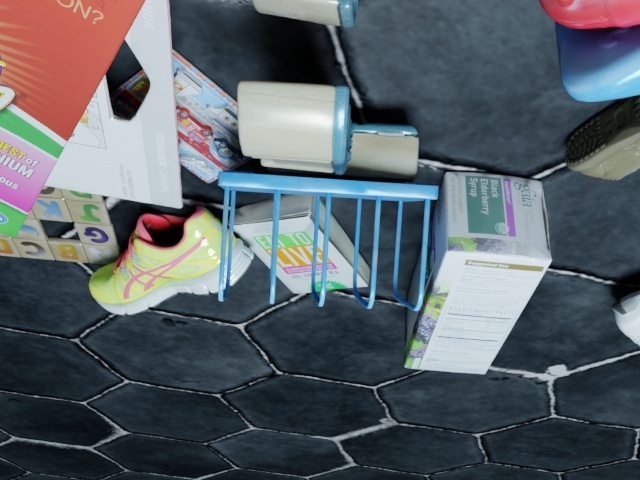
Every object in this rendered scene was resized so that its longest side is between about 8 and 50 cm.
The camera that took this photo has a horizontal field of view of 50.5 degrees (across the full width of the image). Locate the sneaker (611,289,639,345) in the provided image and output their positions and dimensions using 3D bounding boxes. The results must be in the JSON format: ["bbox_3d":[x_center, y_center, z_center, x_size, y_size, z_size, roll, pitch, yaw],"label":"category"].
[{"bbox_3d":[0.444,0.130,0.747,0.297,0.129,0.111,23,143,-21],"label":"sneaker"}]

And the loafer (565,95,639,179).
[{"bbox_3d":[0.261,-0.092,0.525,0.050,0.056,0.148,23,151,-25],"label":"loafer"}]

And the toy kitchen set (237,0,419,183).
[{"bbox_3d":[0.020,-0.132,0.489,0.122,0.166,0.207,4,-179,2],"label":"toy kitchen set"}]

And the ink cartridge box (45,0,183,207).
[{"bbox_3d":[-0.229,-0.150,0.487,0.261,0.066,0.296,8,145,-4],"label":"ink cartridge box"}]

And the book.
[{"bbox_3d":[-0.020,0.008,0.717,0.096,0.035,0.144,-9,144,26],"label":"book"}]

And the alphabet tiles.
[{"bbox_3d":[-0.339,-0.039,0.705,0.237,0.009,0.198,5,145,0],"label":"alphabet tiles"}]

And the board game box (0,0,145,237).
[{"bbox_3d":[-0.246,-0.141,0.390,0.242,0.064,0.316,25,141,-24],"label":"board game box"}]

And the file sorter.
[{"bbox_3d":[0.000,0.000,0.579,0.170,0.104,0.118,3,-177,-5],"label":"file sorter"}]

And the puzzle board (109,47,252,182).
[{"bbox_3d":[-0.112,-0.101,0.589,0.096,0.011,0.128,-23,136,34],"label":"puzzle board"}]

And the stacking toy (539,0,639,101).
[{"bbox_3d":[0.113,-0.228,0.288,0.175,0.166,0.302,-28,122,38],"label":"stacking toy"}]

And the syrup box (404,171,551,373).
[{"bbox_3d":[0.148,0.043,0.689,0.096,0.093,0.237,5,145,1],"label":"syrup box"}]

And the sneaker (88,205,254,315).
[{"bbox_3d":[-0.173,0.013,0.712,0.208,0.081,0.094,-17,123,27],"label":"sneaker"}]
